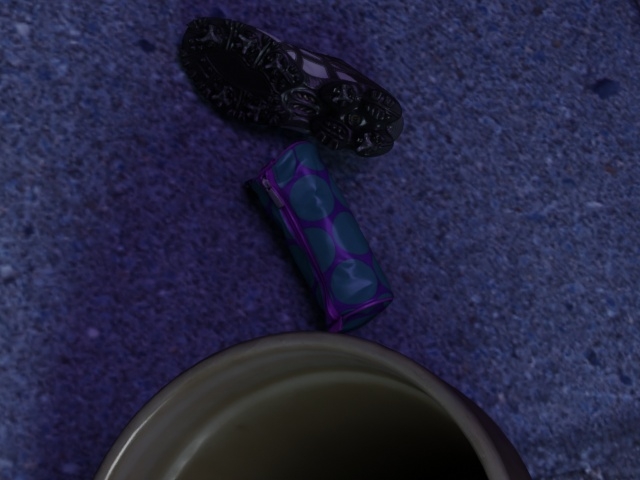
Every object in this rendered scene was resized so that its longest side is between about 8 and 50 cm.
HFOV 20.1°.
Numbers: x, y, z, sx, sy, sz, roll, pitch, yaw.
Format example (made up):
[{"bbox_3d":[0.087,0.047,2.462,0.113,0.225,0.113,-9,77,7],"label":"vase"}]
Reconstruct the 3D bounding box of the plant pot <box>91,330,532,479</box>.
[{"bbox_3d":[0.041,0.248,1.182,0.280,0.323,0.323,30,46,-55],"label":"plant pot"}]

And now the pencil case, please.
[{"bbox_3d":[0.000,0.000,1.446,0.070,0.064,0.152,-15,73,-50],"label":"pencil case"}]

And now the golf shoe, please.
[{"bbox_3d":[-0.024,-0.127,1.505,0.198,0.077,0.094,27,15,3],"label":"golf shoe"}]
